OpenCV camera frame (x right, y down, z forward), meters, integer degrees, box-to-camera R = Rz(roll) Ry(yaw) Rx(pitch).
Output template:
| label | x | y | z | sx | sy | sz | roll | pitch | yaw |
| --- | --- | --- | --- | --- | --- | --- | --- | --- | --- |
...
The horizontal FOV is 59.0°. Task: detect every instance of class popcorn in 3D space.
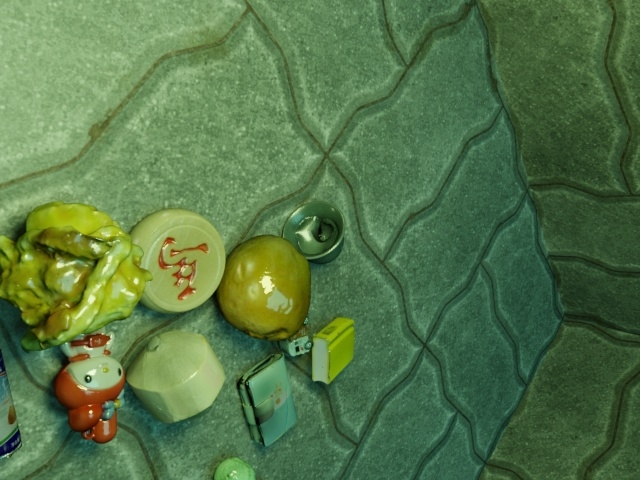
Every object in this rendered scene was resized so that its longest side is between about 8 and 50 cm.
| label | x | y | z | sx | sy | sz | roll | pitch | yaw |
| --- | --- | --- | --- | --- | --- | --- | --- | --- | --- |
| popcorn | -0.528 | 0.082 | 1.176 | 0.290 | 0.321 | 0.326 | -15 | 127 | -59 |

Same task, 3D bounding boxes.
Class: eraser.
| label | x | y | z | sx | sy | sz | roll | pitch | yaw |
| --- | --- | --- | --- | --- | --- | --- | --- | --- | --- |
| eraser | 0.045 | 0.357 | 1.869 | 0.226 | 0.069 | 0.158 | -27 | 121 | -62 |

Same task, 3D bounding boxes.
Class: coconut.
| label | x | y | z | sx | sy | sz | roll | pitch | yaw |
| --- | --- | --- | --- | --- | --- | --- | --- | --- | --- |
| coconut | -0.359 | 0.331 | 1.414 | 0.241 | 0.241 | 0.241 | -11 | 107 | -43 |

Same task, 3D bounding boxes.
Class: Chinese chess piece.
| label | x | y | z | sx | sy | sz | roll | pitch | yaw |
| --- | --- | --- | --- | --- | --- | --- | --- | --- | --- |
| Chinese chess piece | -0.366 | 0.052 | 1.425 | 0.273 | 0.102 | 0.273 | -12 | 108 | -43 |

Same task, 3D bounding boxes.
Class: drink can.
| label | x | y | z | sx | sy | sz | roll | pitch | yaw |
| --- | --- | --- | --- | --- | --- | --- | --- | --- | --- |
| drink can | -0.691 | 0.334 | 1.171 | 0.097 | 0.097 | 0.235 | -16 | 110 | -41 |

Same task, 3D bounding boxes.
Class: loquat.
| label | x | y | z | sx | sy | sz | roll | pitch | yaw |
| --- | --- | --- | --- | --- | --- | --- | --- | --- | --- |
| loquat | -0.144 | 0.133 | 1.559 | 0.276 | 0.276 | 0.284 | 42 | 66 | -41 |

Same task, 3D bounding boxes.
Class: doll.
| label | x | y | z | sx | sy | sz | roll | pitch | yaw |
| --- | --- | --- | --- | --- | --- | --- | --- | --- | --- |
| doll | -0.528 | 0.328 | 1.303 | 0.161 | 0.129 | 0.291 | -1 | 84 | -58 |

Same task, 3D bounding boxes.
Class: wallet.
| label | x | y | z | sx | sy | sz | roll | pitch | yaw |
| --- | --- | --- | --- | --- | --- | --- | --- | --- | --- |
| wallet | -0.157 | 0.491 | 1.745 | 0.176 | 0.075 | 0.251 | -29 | 117 | -41 |

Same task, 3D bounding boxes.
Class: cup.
| label | x | y | z | sx | sy | sz | roll | pitch | yaw |
| --- | --- | --- | --- | --- | --- | --- | --- | --- | --- |
| cup | 0.000 | 0.000 | 1.741 | 0.199 | 0.199 | 0.150 | -60 | 150 | -17 |

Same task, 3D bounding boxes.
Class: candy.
| label | x | y | z | sx | sy | sz | roll | pitch | yaw |
| --- | --- | --- | --- | --- | --- | --- | --- | --- | --- |
| candy | -0.177 | 0.773 | 1.780 | 0.440 | 0.119 | 0.119 | 43 | 69 | -48 |

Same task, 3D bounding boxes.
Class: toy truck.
| label | x | y | z | sx | sy | sz | roll | pitch | yaw |
| --- | --- | --- | --- | --- | --- | --- | --- | --- | --- |
| toy truck | -0.098 | 0.275 | 1.754 | 0.115 | 0.080 | 0.178 | -21 | 112 | -35 |
